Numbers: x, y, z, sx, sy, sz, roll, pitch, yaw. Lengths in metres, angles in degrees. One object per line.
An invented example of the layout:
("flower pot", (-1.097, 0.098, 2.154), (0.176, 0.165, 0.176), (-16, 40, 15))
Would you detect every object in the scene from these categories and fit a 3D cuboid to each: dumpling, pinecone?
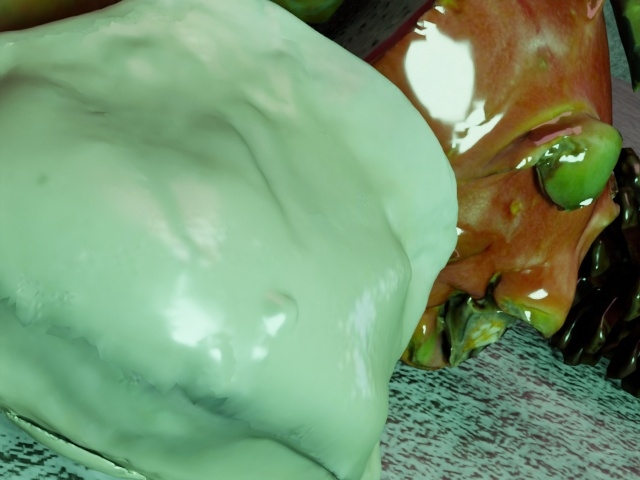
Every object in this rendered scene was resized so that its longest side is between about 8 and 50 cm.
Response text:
("dumpling", (-0.060, -0.014, 0.553), (0.318, 0.243, 0.187), (31, -15, -22))
("pinecone", (0.293, 0.018, 0.947), (0.292, 0.246, 0.246), (7, 22, -11))

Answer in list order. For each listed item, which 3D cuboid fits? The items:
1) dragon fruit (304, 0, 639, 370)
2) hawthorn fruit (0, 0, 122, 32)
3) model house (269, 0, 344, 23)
("dragon fruit", (0.082, -0.060, 0.794), (0.226, 0.305, 0.305), (44, 14, -14))
("hawthorn fruit", (-0.231, -0.181, 0.677), (0.277, 0.298, 0.277), (15, 31, -9))
("model house", (-0.018, -0.263, 0.793), (0.173, 0.268, 0.239), (28, 6, -43))
